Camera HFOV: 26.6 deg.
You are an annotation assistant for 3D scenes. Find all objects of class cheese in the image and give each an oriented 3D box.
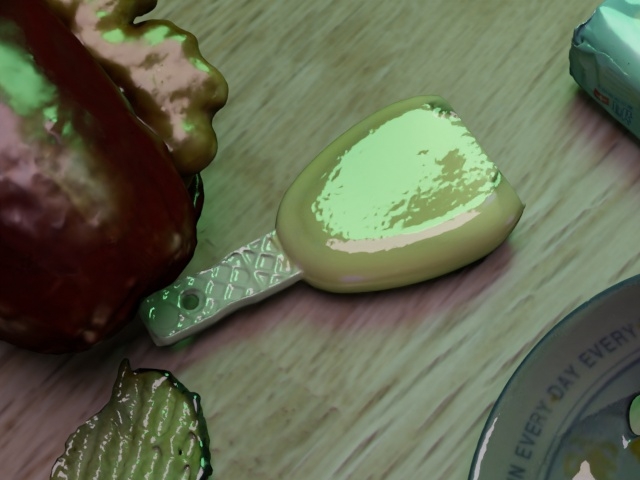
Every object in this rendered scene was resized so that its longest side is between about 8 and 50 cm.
[{"bbox_3d":[0.000,0.000,0.877,0.251,0.054,0.127,-27,61,-12],"label":"cheese"}]

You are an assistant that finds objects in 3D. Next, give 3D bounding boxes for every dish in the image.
[{"bbox_3d":[0.224,0.158,0.741,0.273,0.134,0.273,-21,56,34],"label":"dish"}]

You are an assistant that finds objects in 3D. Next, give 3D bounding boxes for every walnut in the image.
[{"bbox_3d":[-0.180,-0.069,0.832,0.269,0.222,0.244,37,80,4],"label":"walnut"}]

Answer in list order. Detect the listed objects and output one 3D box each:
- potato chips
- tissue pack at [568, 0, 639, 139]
[{"bbox_3d":[-0.129,0.169,0.802,0.092,0.028,0.207,19,62,13],"label":"potato chips"},{"bbox_3d":[0.316,-0.089,0.898,0.177,0.089,0.263,-38,70,-16],"label":"tissue pack"}]
